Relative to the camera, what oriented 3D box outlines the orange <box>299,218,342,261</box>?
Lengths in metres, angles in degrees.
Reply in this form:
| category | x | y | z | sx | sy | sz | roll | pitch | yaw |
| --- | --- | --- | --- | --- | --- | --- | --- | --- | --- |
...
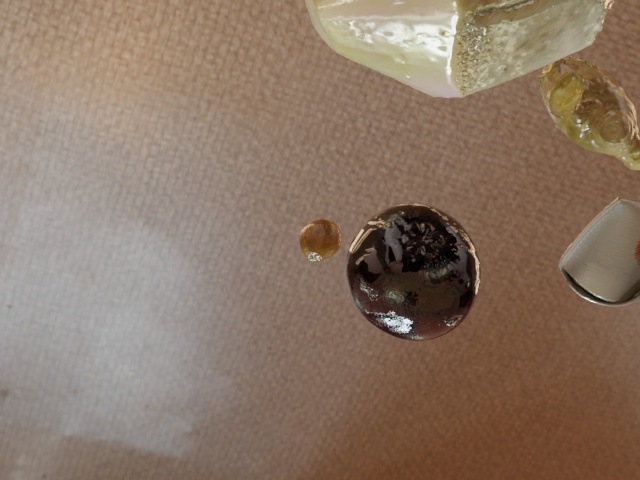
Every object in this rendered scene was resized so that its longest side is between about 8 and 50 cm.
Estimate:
| category | x | y | z | sx | sy | sz | roll | pitch | yaw |
| --- | --- | --- | --- | --- | --- | --- | --- | --- | --- |
| orange | 0.000 | 0.000 | 1.793 | 0.085 | 0.085 | 0.085 | -3 | 122 | -4 |

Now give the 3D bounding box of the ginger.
| category | x | y | z | sx | sy | sz | roll | pitch | yaw |
| --- | --- | --- | --- | --- | --- | --- | --- | --- | --- |
| ginger | 0.382 | -0.192 | 1.390 | 0.157 | 0.216 | 0.102 | 15 | 125 | -43 |

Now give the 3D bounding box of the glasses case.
| category | x | y | z | sx | sy | sz | roll | pitch | yaw |
| --- | --- | --- | --- | --- | --- | --- | --- | --- | --- |
| glasses case | 0.434 | 0.005 | 1.182 | 0.308 | 0.083 | 0.128 | -6 | 130 | -34 |

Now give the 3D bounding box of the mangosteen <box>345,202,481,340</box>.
| category | x | y | z | sx | sy | sz | roll | pitch | yaw |
| --- | --- | --- | --- | --- | --- | --- | --- | --- | --- |
| mangosteen | 0.142 | 0.060 | 1.523 | 0.216 | 0.216 | 0.216 | -3 | 122 | -4 |

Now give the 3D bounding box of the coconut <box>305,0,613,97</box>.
| category | x | y | z | sx | sy | sz | roll | pitch | yaw |
| --- | --- | --- | --- | --- | --- | --- | --- | --- | --- |
| coconut | 0.134 | -0.309 | 0.992 | 0.352 | 0.352 | 0.352 | -3 | 122 | -4 |
